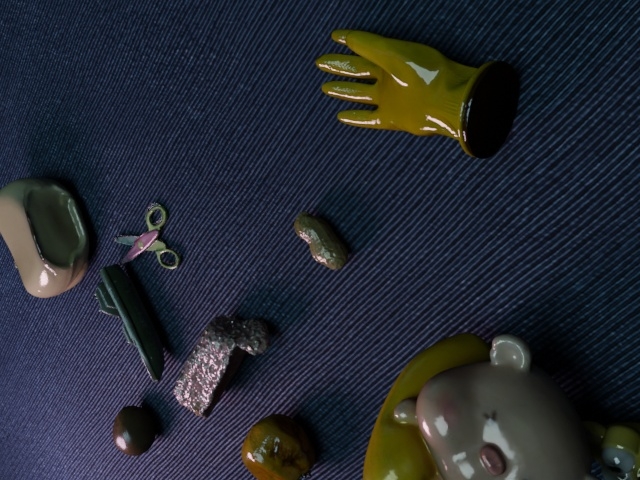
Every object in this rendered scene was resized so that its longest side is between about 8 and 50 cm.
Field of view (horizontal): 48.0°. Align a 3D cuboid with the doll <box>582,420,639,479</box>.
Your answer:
[{"bbox_3d":[0.437,0.263,0.840,0.291,0.086,0.117,0,135,41],"label":"doll"}]

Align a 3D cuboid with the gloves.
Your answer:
[{"bbox_3d":[0.103,-0.200,0.954,0.294,0.116,0.133,24,112,39],"label":"gloves"}]

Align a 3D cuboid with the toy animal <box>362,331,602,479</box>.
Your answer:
[{"bbox_3d":[0.213,0.294,0.883,0.247,0.278,0.345,-15,97,58],"label":"toy animal"}]

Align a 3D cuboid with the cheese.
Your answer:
[{"bbox_3d":[-0.616,-0.008,1.584,0.233,0.127,0.266,-24,87,45],"label":"cheese"}]

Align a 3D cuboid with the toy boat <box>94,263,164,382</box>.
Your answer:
[{"bbox_3d":[-0.393,0.175,1.484,0.260,0.085,0.078,63,168,4],"label":"toy boat"}]

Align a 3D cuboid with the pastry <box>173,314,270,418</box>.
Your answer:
[{"bbox_3d":[-0.190,0.222,1.326,0.112,0.103,0.265,40,122,1],"label":"pastry"}]

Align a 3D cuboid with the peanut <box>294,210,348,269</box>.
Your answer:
[{"bbox_3d":[0.000,0.000,1.131,0.113,0.054,0.054,50,129,17],"label":"peanut"}]

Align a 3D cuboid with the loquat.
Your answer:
[{"bbox_3d":[-0.074,0.377,1.281,0.137,0.113,0.137,6,113,14],"label":"loquat"}]

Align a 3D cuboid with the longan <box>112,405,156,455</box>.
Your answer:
[{"bbox_3d":[-0.410,0.417,1.583,0.113,0.092,0.113,161,90,-85],"label":"longan"}]

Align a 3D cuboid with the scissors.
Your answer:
[{"bbox_3d":[-0.354,0.004,1.441,0.187,0.020,0.133,-15,92,39],"label":"scissors"}]
